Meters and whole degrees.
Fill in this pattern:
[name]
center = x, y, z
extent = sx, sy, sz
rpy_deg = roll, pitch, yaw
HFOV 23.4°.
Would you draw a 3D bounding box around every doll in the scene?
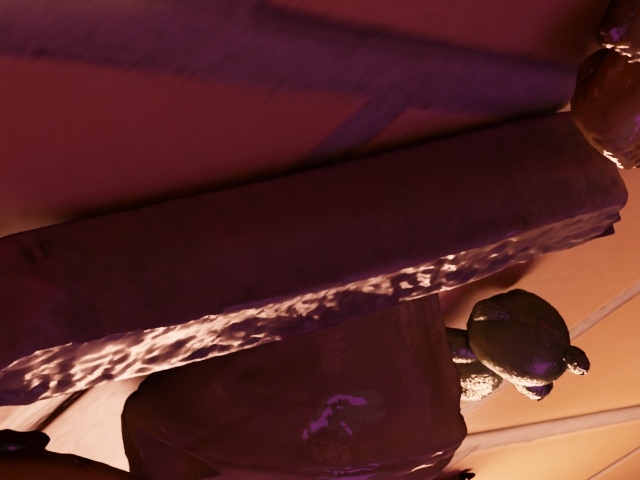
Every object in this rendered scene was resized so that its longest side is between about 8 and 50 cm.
[doll]
center = 0.120, 0.076, 1.110
extent = 0.115, 0.077, 0.150
rpy_deg = 26, 147, -19

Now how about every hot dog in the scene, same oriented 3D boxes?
[hot dog]
center = 0.206, -0.078, 0.817
extent = 0.084, 0.073, 0.242
rpy_deg = -43, 152, 26

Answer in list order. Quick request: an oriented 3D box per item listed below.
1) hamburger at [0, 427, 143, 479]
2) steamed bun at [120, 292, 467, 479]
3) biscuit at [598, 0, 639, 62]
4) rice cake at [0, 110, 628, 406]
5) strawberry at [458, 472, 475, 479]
[hamburger]
center = -0.189, 0.223, 0.807
extent = 0.303, 0.186, 0.261
rpy_deg = -31, 147, 32
[steamed bun]
center = -0.002, 0.120, 0.932
extent = 0.218, 0.144, 0.211
rpy_deg = -31, 160, 12
[biscuit]
center = 0.204, -0.122, 0.689
extent = 0.231, 0.016, 0.139
rpy_deg = 14, 106, -54
[rice cake]
center = 0.000, 0.000, 0.756
extent = 0.399, 0.070, 0.064
rpy_deg = -14, 155, -33
[strawberry]
center = 0.095, 0.373, 1.633
extent = 0.234, 0.178, 0.234
rpy_deg = -24, 166, -6
